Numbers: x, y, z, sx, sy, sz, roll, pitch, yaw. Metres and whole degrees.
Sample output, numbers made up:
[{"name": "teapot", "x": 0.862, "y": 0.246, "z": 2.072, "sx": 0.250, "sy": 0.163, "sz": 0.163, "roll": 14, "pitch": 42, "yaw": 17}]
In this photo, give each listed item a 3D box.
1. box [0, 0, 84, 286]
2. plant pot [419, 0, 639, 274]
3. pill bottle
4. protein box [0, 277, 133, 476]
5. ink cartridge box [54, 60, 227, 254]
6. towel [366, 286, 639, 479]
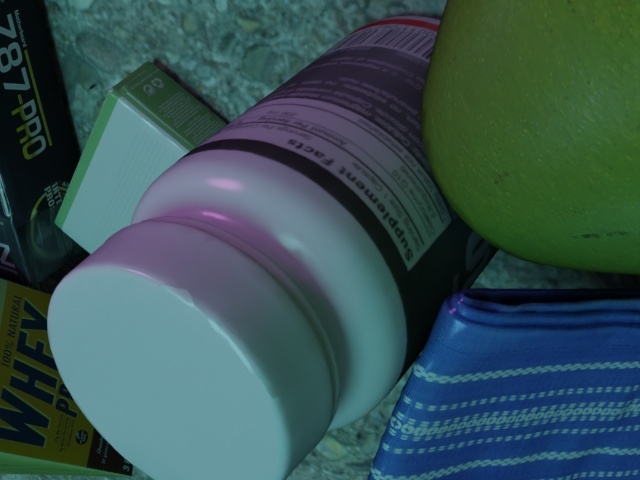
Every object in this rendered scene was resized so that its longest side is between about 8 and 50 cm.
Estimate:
[{"name": "box", "x": -0.393, "y": -0.149, "z": 0.872, "sx": 0.395, "sy": 0.097, "sz": 0.318, "roll": 13, "pitch": 125, "yaw": 28}, {"name": "plant pot", "x": 0.164, "y": -0.094, "z": 0.410, "sx": 0.275, "sy": 0.275, "sz": 0.293, "roll": 48, "pitch": 151, "yaw": -3}, {"name": "pill bottle", "x": 0.000, "y": 0.000, "z": 0.560, "sx": 0.161, "sy": 0.283, "sz": 0.161, "roll": 19, "pitch": 130, "yaw": 24}, {"name": "protein box", "x": -0.292, "y": 0.123, "z": 0.896, "sx": 0.199, "sy": 0.136, "sz": 0.201, "roll": -10, "pitch": 156, "yaw": 39}, {"name": "ink cartridge box", "x": -0.083, "y": 0.002, "z": 0.785, "sx": 0.235, "sy": 0.056, "sz": 0.171, "roll": 39, "pitch": 136, "yaw": 2}, {"name": "towel", "x": 0.127, "y": 0.164, "z": 0.609, "sx": 0.040, "sy": 0.243, "sz": 0.336, "roll": -122, "pitch": 41, "yaw": -48}]
